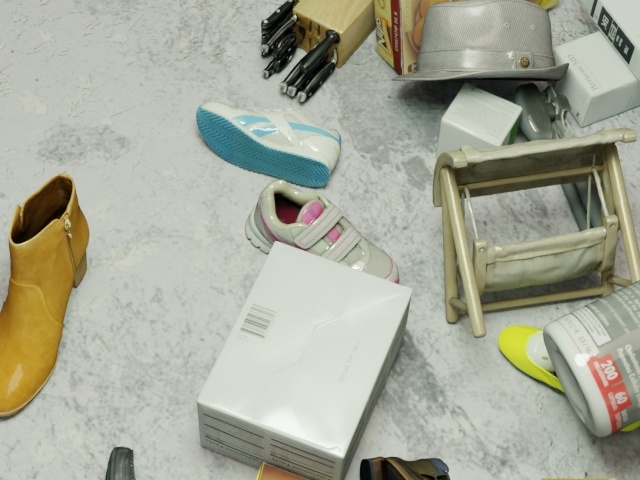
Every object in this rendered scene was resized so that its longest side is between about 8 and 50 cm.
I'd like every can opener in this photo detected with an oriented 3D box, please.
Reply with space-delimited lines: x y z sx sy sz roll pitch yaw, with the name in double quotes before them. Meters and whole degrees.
"can opener" 0.370 -0.115 1.955 0.093 0.074 0.280 -12 61 -17

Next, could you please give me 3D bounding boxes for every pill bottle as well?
"pill bottle" 0.444 0.122 1.645 0.283 0.161 0.161 -25 61 -1

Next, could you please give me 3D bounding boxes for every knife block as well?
"knife block" 0.031 -0.343 2.082 0.275 0.088 0.242 -9 59 -8

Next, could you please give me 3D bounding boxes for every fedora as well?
"fedora" 0.247 -0.305 1.969 0.275 0.243 0.124 -2 97 -16

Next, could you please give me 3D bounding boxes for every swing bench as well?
"swing bench" 0.296 -0.018 1.770 0.253 0.165 0.255 -8 96 -8

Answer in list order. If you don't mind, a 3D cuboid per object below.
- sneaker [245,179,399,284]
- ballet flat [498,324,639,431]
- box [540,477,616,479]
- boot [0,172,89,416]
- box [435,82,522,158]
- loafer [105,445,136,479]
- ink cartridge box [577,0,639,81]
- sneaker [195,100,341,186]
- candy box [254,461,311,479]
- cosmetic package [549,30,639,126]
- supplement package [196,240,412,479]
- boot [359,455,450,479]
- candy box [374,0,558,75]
"sneaker" 0.000 0.000 1.846 0.252 0.111 0.103 28 61 15
"ballet flat" 0.349 0.174 1.767 0.231 0.077 0.077 35 64 19
"box" 0.173 0.365 1.531 0.321 0.257 0.079 -16 85 -11
"boot" -0.397 0.068 1.731 0.104 0.211 0.295 16 58 9
"box" 0.240 -0.164 1.964 0.102 0.101 0.087 27 61 15
"loafer" -0.232 0.368 1.629 0.078 0.076 0.223 -4 62 -10
"ink cartridge box" 0.546 -0.316 1.998 0.165 0.065 0.333 -21 60 -14
"sneaker" -0.080 -0.160 1.969 0.228 0.087 0.092 22 52 4
"candy box" -0.060 0.387 1.633 0.109 0.053 0.187 18 57 11
"cosmetic package" 0.491 -0.280 2.059 0.231 0.085 0.117 -21 60 -16
"supplement package" -0.020 0.170 1.717 0.204 0.145 0.262 20 58 10
"boot" 0.130 0.303 1.613 0.106 0.219 0.082 -6 94 -16
"candy box" 0.238 -0.411 2.069 0.316 0.183 0.087 -27 51 -17
